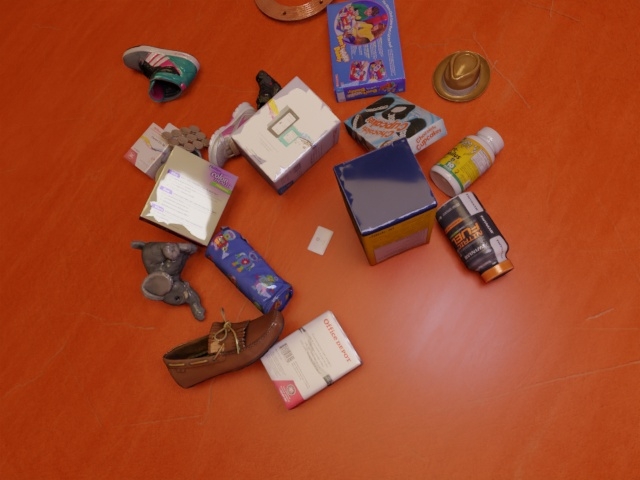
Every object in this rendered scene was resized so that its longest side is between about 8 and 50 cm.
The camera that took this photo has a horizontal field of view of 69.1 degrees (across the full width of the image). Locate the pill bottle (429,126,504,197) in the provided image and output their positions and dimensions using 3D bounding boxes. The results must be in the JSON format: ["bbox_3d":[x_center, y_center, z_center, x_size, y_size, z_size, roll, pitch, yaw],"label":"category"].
[{"bbox_3d":[0.438,-0.236,1.381,0.208,0.117,0.117,-42,71,-3],"label":"pill bottle"}]

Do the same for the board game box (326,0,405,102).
[{"bbox_3d":[0.151,-0.655,1.577,0.233,0.078,0.347,-6,73,8],"label":"board game box"}]

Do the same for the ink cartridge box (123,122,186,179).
[{"bbox_3d":[-0.566,-0.325,1.613,0.115,0.067,0.198,35,82,17],"label":"ink cartridge box"}]

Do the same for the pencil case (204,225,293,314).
[{"bbox_3d":[-0.211,0.093,1.399,0.306,0.119,0.133,42,60,19],"label":"pencil case"}]

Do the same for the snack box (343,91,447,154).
[{"bbox_3d":[0.211,-0.338,1.393,0.187,0.060,0.322,-32,35,-1],"label":"snack box"}]

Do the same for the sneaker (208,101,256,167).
[{"bbox_3d":[-0.274,-0.339,1.547,0.111,0.103,0.252,31,82,19],"label":"sneaker"}]

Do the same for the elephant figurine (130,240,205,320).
[{"bbox_3d":[-0.465,0.125,1.426,0.186,0.169,0.239,2,89,40],"label":"elephant figurine"}]

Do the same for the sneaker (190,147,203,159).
[{"bbox_3d":[-0.448,-0.218,1.553,0.084,0.083,0.215,5,73,14],"label":"sneaker"}]

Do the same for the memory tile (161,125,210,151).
[{"bbox_3d":[-0.453,-0.343,1.580,0.113,0.012,0.148,46,45,15],"label":"memory tile"}]

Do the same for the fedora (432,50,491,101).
[{"bbox_3d":[0.454,-0.542,1.489,0.194,0.079,0.194,-3,74,10],"label":"fedora"}]

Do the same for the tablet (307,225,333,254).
[{"bbox_3d":[0.000,0.000,1.447,0.054,0.006,0.083,22,78,16],"label":"tablet"}]

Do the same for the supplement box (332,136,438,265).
[{"bbox_3d":[0.176,-0.087,1.255,0.194,0.356,0.195,-22,72,3],"label":"supplement box"}]

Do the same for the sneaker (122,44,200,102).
[{"bbox_3d":[-0.598,-0.590,1.675,0.295,0.124,0.178,9,66,11],"label":"sneaker"}]

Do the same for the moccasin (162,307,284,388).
[{"bbox_3d":[-0.273,0.283,1.303,0.380,0.139,0.147,-24,115,21],"label":"moccasin"}]

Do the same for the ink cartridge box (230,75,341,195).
[{"bbox_3d":[-0.099,-0.315,1.439,0.270,0.198,0.197,-43,85,-4],"label":"ink cartridge box"}]

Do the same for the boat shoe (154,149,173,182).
[{"bbox_3d":[-0.516,-0.249,1.594,0.049,0.043,0.137,24,79,30],"label":"boat shoe"}]

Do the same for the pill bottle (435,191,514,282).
[{"bbox_3d":[0.437,-0.005,1.305,0.130,0.130,0.245,-28,71,1],"label":"pill bottle"}]

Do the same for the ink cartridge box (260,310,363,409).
[{"bbox_3d":[-0.023,0.332,1.302,0.237,0.100,0.172,-33,71,0],"label":"ink cartridge box"}]

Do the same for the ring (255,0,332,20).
[{"bbox_3d":[-0.087,-0.953,1.735,0.337,0.032,0.336,-3,74,9],"label":"ring"}]

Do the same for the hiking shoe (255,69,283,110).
[{"bbox_3d":[-0.186,-0.490,1.564,0.114,0.086,0.227,-47,43,13],"label":"hiking shoe"}]

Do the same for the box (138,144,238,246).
[{"bbox_3d":[-0.411,-0.132,1.450,0.213,0.117,0.243,26,78,-20],"label":"box"}]
